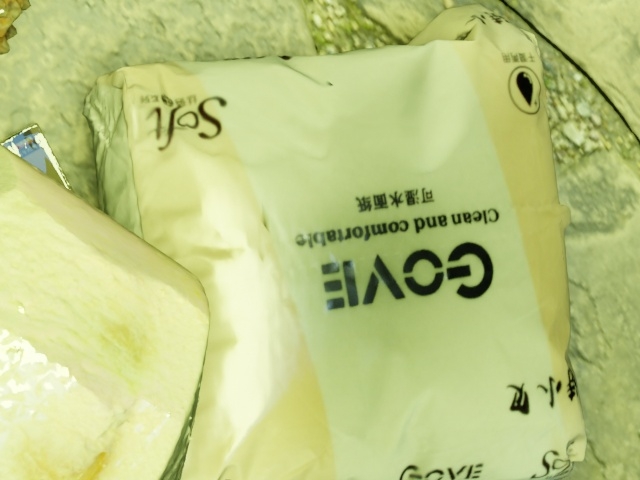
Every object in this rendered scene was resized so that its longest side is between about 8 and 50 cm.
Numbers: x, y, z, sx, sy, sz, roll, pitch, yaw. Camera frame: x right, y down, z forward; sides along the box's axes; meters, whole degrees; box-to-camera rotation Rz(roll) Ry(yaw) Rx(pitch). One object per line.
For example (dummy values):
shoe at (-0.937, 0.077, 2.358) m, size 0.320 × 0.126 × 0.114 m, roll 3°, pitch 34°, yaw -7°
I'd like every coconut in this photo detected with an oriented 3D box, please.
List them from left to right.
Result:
coconut at (-0.225, 0.099, 1.049) m, size 0.309 × 0.297 × 0.297 m, roll 36°, pitch 83°, yaw -23°

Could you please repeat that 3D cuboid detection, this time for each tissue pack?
tissue pack at (0.014, 0.023, 1.256) m, size 0.375 × 0.195 × 0.390 m, roll -9°, pitch 89°, yaw -18°

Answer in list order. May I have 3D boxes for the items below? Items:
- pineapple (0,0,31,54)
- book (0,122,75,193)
pineapple at (-0.269, -0.237, 1.165) m, size 0.223 × 0.223 × 0.357 m, roll 49°, pitch 61°, yaw -16°
book at (-0.239, 0.025, 1.281) m, size 0.138 × 0.016 × 0.198 m, roll -29°, pitch 103°, yaw -14°
